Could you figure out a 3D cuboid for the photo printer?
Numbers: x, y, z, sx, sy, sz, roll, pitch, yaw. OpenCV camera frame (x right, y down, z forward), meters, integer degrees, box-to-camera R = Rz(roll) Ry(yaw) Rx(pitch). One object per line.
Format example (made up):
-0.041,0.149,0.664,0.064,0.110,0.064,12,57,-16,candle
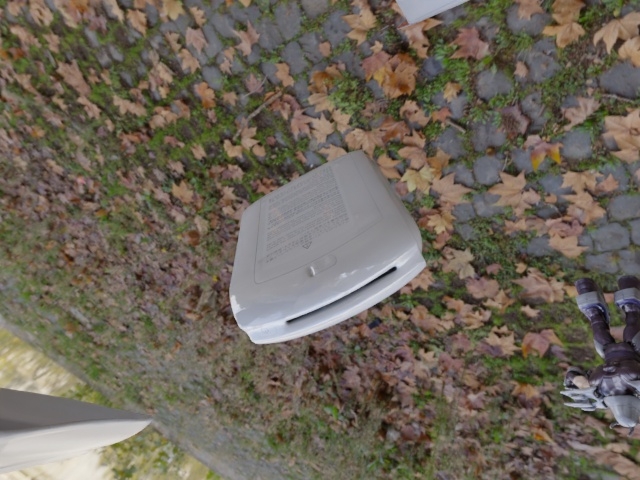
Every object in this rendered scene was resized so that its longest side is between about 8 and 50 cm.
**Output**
0.000,0.000,0.586,0.256,0.307,0.107,-27,118,8,photo printer

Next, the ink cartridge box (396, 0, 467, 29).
0.204,-0.365,0.393,0.310,0.272,0.130,-35,111,5,ink cartridge box

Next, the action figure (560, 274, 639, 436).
0.481,0.177,0.647,0.185,0.285,0.099,-23,115,43,action figure

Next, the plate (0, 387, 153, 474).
-0.334,0.159,0.365,0.278,0.045,0.277,9,159,3,plate
